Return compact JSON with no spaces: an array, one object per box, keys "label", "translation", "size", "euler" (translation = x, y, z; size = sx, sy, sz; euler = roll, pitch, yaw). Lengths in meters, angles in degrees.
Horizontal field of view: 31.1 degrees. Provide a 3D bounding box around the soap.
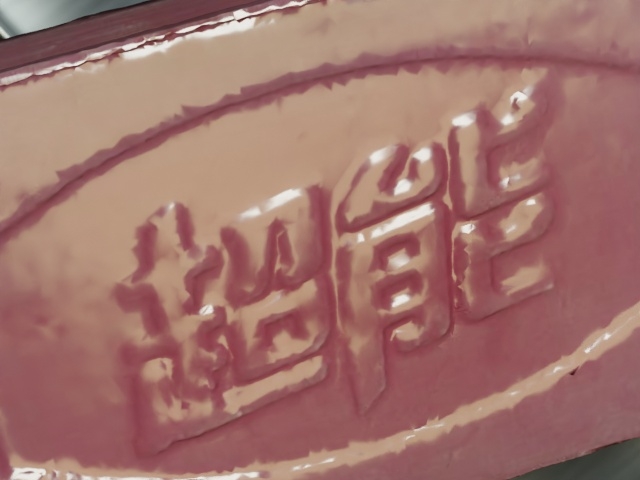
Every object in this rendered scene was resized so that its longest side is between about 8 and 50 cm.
[{"label":"soap","translation":[0.000,0.000,0.504],"size":[0.359,0.128,0.233],"euler":[-16,109,-6]}]
